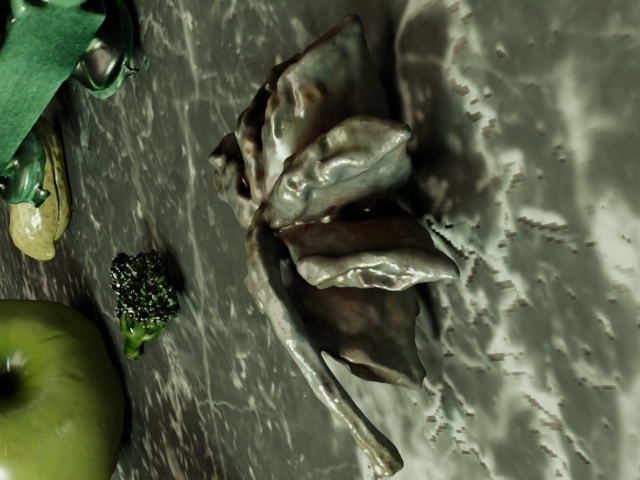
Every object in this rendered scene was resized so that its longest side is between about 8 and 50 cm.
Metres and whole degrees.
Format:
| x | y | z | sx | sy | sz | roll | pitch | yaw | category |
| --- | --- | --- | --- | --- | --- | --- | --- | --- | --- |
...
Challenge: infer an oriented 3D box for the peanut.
| x | y | z | sx | sy | sz | roll | pitch | yaw | category |
| --- | --- | --- | --- | --- | --- | --- | --- | --- | --- |
| -0.328 | -0.060 | 0.987 | 0.080 | 0.080 | 0.175 | 30 | 127 | 50 | peanut |

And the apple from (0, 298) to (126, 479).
| x | y | z | sx | sy | sz | roll | pitch | yaw | category |
| --- | --- | --- | --- | --- | --- | --- | --- | --- | --- |
| -0.353 | 0.209 | 1.013 | 0.279 | 0.279 | 0.279 | 32 | 129 | 49 | apple |

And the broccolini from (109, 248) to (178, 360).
| x | y | z | sx | sy | sz | roll | pitch | yaw | category |
| --- | --- | --- | --- | --- | --- | --- | --- | --- | --- |
| -0.166 | 0.072 | 0.833 | 0.201 | 0.058 | 0.074 | 110 | 151 | -66 | broccolini |

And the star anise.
| x | y | z | sx | sy | sz | roll | pitch | yaw | category |
| --- | --- | --- | --- | --- | --- | --- | --- | --- | --- |
| 0.000 | 0.001 | 0.466 | 0.209 | 0.089 | 0.231 | 105 | 150 | -52 | star anise |

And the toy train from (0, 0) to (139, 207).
| x | y | z | sx | sy | sz | roll | pitch | yaw | category |
| --- | --- | --- | --- | --- | --- | --- | --- | --- | --- |
| -0.311 | -0.186 | 0.789 | 0.397 | 0.160 | 0.253 | -36 | 68 | 45 | toy train |
